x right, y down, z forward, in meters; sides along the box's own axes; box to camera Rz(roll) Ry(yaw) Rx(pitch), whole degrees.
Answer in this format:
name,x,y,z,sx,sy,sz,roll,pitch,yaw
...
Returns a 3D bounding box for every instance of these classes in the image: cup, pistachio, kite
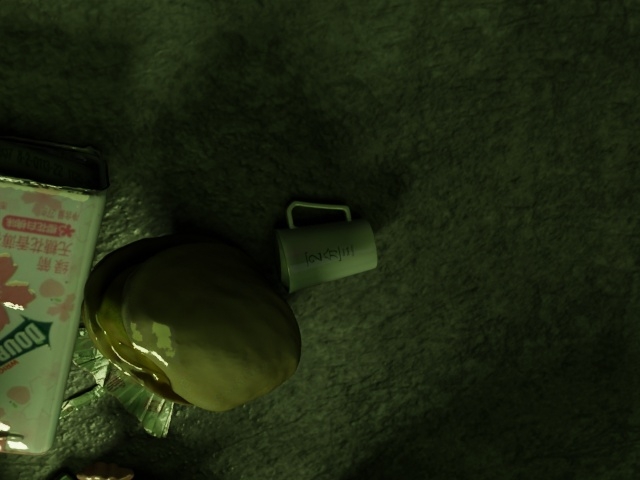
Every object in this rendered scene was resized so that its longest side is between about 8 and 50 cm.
name,x,y,z,sx,sy,sz,roll,pitch,yaw
cup,0.000,0.000,1.579,0.116,0.074,0.104,-13,95,-10
pistachio,-0.131,0.088,1.522,0.166,0.197,0.288,1,162,36
kite,-0.263,0.181,1.656,0.250,0.012,0.229,-32,122,9

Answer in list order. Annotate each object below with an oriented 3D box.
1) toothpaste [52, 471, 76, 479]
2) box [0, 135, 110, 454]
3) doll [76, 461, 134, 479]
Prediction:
name,x,y,z,sx,sy,sz,roll,pitch,yaw
toothpaste,-0.398,0.375,1.731,0.233,0.038,0.060,-35,127,6
box,-0.357,0.058,1.500,0.190,0.112,0.370,9,117,-18
doll,-0.249,0.375,1.727,0.211,0.093,0.262,-5,130,-3
